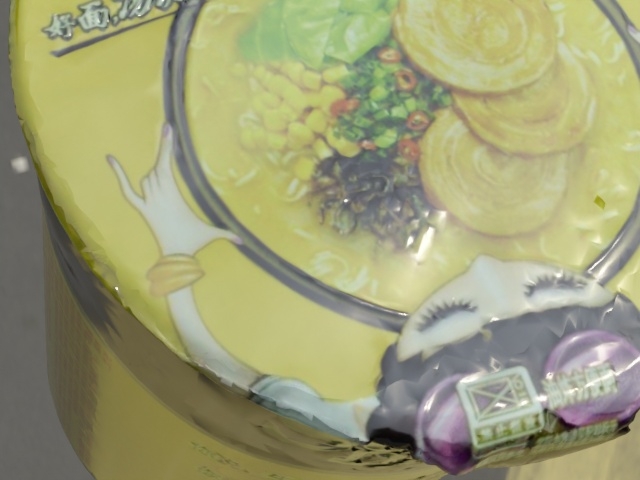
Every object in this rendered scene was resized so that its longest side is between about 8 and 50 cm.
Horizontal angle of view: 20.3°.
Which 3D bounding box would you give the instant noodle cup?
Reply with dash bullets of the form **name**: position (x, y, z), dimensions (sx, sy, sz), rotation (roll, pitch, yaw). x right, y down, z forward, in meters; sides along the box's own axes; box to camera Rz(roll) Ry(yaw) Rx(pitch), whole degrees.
- **instant noodle cup**: position (0.000, 0.000, 0.569), dimensions (0.215, 0.236, 0.215), rotation (5, 64, -11)
